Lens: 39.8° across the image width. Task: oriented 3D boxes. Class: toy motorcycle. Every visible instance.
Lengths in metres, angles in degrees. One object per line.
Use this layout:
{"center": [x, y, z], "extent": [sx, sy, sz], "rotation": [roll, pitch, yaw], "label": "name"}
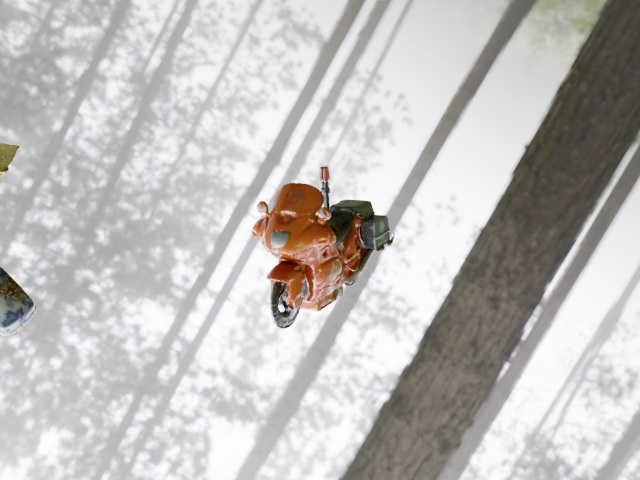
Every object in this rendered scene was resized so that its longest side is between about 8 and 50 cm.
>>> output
{"center": [0.000, 0.000, 1.469], "extent": [0.147, 0.222, 0.325], "rotation": [7, -161, 28], "label": "toy motorcycle"}

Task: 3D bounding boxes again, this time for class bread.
{"center": [-0.642, -0.152, 1.808], "extent": [0.109, 0.084, 0.080], "rotation": [8, 152, 29], "label": "bread"}

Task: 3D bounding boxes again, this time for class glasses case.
{"center": [-0.590, 0.062, 1.497], "extent": [0.248, 0.087, 0.065], "rotation": [36, 145, 11], "label": "glasses case"}
